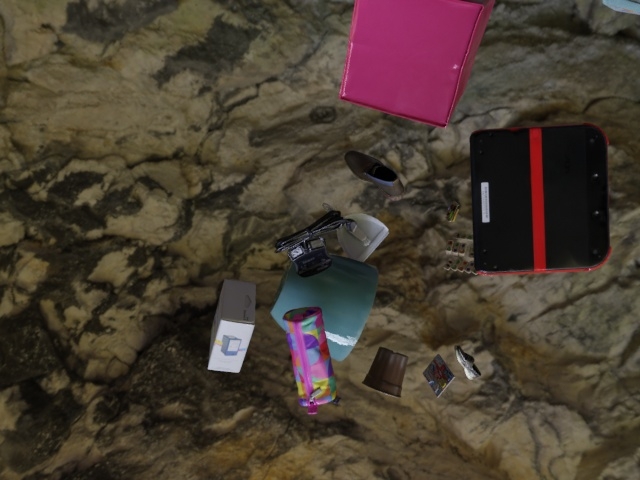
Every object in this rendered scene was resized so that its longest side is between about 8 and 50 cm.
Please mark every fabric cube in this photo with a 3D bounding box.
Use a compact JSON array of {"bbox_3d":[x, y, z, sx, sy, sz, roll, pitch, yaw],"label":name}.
[{"bbox_3d":[0.215,-0.438,1.125,0.254,0.259,0.258,20,-144,13],"label":"fabric cube"}]

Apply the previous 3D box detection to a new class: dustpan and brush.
[{"bbox_3d":[0.087,-0.046,1.577,0.211,0.147,0.060,41,179,24],"label":"dustpan and brush"}]

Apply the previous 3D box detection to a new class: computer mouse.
[{"bbox_3d":[0.000,0.000,1.173,0.060,0.184,0.262,66,-176,22],"label":"computer mouse"}]

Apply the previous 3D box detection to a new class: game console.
[{"bbox_3d":[0.568,-0.106,1.320,0.060,0.342,0.386,-15,-78,-81],"label":"game console"}]

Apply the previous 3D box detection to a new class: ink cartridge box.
[{"bbox_3d":[-0.241,0.232,1.380,0.093,0.212,0.154,11,-141,-16],"label":"ink cartridge box"}]

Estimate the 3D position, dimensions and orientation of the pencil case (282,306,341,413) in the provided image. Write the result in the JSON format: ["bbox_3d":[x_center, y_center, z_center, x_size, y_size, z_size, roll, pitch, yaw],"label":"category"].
[{"bbox_3d":[-0.023,0.275,1.193,0.104,0.105,0.236,-21,-80,-61],"label":"pencil case"}]

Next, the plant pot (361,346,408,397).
[{"bbox_3d":[0.271,0.526,2.048,0.167,0.165,0.167,19,172,3],"label":"plant pot"}]

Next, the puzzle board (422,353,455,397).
[{"bbox_3d":[0.407,0.466,1.759,0.011,0.096,0.128,29,-165,-24],"label":"puzzle board"}]

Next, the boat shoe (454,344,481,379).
[{"bbox_3d":[0.510,0.418,1.758,0.152,0.049,0.056,57,-155,-23],"label":"boat shoe"}]

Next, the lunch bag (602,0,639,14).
[{"bbox_3d":[0.862,-0.620,1.225,0.223,0.262,0.160,52,165,44],"label":"lunch bag"}]

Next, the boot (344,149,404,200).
[{"bbox_3d":[0.151,-0.208,1.446,0.219,0.082,0.106,39,173,20],"label":"boot"}]

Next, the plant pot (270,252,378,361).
[{"bbox_3d":[-0.004,0.165,1.444,0.235,0.293,0.293,22,-148,-7],"label":"plant pot"}]

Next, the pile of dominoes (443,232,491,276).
[{"bbox_3d":[0.701,0.057,2.319,0.040,0.251,0.195,56,-132,-57],"label":"pile of dominoes"}]

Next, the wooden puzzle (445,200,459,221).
[{"bbox_3d":[0.489,-0.110,1.890,0.014,0.078,0.116,23,-172,-6],"label":"wooden puzzle"}]
